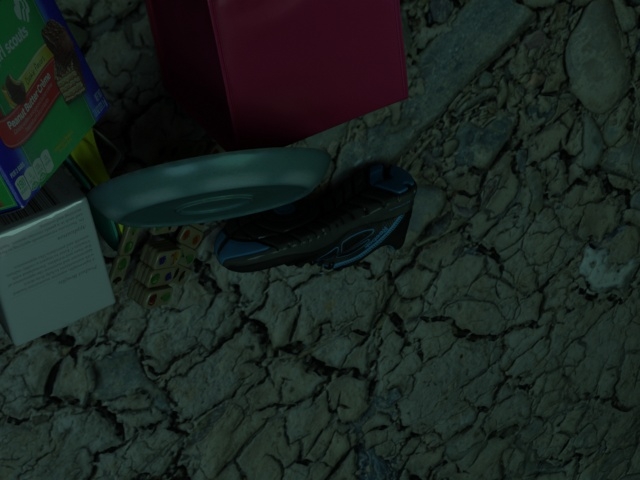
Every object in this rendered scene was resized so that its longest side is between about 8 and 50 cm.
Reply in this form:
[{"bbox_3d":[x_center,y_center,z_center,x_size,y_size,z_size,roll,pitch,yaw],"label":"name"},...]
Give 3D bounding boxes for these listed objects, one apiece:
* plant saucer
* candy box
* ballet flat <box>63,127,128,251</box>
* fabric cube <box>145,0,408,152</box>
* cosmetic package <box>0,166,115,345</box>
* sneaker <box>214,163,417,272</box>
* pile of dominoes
[{"bbox_3d":[-0.139,-0.062,1.954,0.317,0.317,0.044,-5,82,-32],"label":"plant saucer"},{"bbox_3d":[-0.401,-0.220,1.736,0.122,0.268,0.317,-15,115,24],"label":"candy box"},{"bbox_3d":[-0.299,-0.084,2.088,0.077,0.077,0.231,-41,132,-18],"label":"ballet flat"},{"bbox_3d":[-0.066,-0.296,1.986,0.258,0.259,0.254,-24,130,-18],"label":"fabric cube"},{"bbox_3d":[-0.387,0.009,2.031,0.151,0.151,0.184,-23,129,-20],"label":"cosmetic package"},{"bbox_3d":[0.000,0.000,2.313,0.340,0.125,0.140,-17,131,-22],"label":"sneaker"},{"bbox_3d":[-0.203,-0.024,2.163,0.196,0.040,0.251,-10,126,-58],"label":"pile of dominoes"}]
